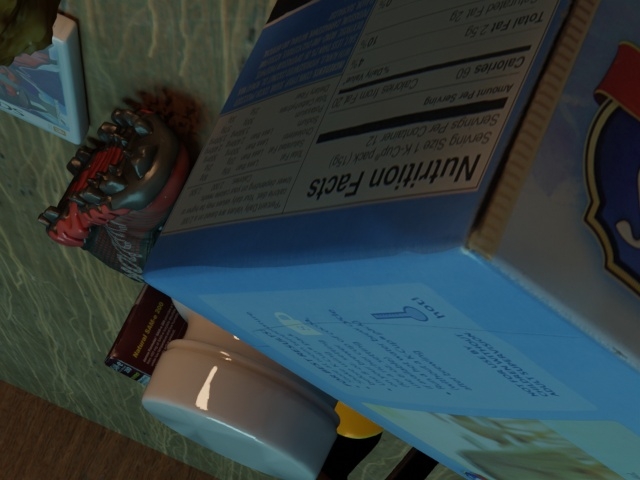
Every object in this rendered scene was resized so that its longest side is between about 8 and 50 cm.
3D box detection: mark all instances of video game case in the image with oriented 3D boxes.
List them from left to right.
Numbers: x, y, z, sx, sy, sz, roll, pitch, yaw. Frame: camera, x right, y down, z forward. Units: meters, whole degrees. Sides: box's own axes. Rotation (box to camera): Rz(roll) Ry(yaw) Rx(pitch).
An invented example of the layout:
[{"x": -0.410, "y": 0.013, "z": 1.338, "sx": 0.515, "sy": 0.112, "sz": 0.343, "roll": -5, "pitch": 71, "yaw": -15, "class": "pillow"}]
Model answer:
[{"x": -0.267, "y": -0.152, "z": 0.978, "sx": 0.183, "sy": 0.023, "sz": 0.201, "roll": 25, "pitch": 161, "yaw": 0, "class": "video game case"}]

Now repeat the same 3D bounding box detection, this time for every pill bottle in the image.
[{"x": 0.000, "y": 0.000, "z": 0.705, "sx": 0.136, "sy": 0.245, "sz": 0.136, "roll": 22, "pitch": 161, "yaw": 8, "class": "pill bottle"}]

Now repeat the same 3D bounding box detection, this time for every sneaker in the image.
[{"x": -0.137, "y": -0.029, "z": 1.035, "sx": 0.135, "sy": 0.097, "sz": 0.276, "roll": 30, "pitch": 163, "yaw": -14, "class": "sneaker"}]

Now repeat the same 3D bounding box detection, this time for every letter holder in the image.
[{"x": 0.104, "y": 0.224, "z": 1.303, "sx": 0.152, "sy": 0.214, "sz": 0.302, "roll": 39, "pitch": 166, "yaw": 14, "class": "letter holder"}]

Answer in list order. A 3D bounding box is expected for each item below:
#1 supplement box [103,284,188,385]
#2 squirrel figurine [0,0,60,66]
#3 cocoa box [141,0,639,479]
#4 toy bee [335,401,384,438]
[{"x": -0.086, "y": 0.121, "z": 1.325, "sx": 0.239, "sy": 0.130, "sz": 0.073, "roll": 29, "pitch": 162, "yaw": -8, "class": "supplement box"}, {"x": -0.146, "y": -0.152, "z": 0.281, "sx": 0.281, "sy": 0.370, "sz": 0.397, "roll": 14, "pitch": 159, "yaw": 29, "class": "squirrel figurine"}, {"x": 0.149, "y": 0.001, "z": 0.549, "sx": 0.347, "sy": 0.228, "sz": 0.231, "roll": 34, "pitch": 159, "yaw": -26, "class": "cocoa box"}, {"x": 0.031, "y": 0.054, "z": 0.957, "sx": 0.162, "sy": 0.195, "sz": 0.298, "roll": 4, "pitch": 154, "yaw": -13, "class": "toy bee"}]
